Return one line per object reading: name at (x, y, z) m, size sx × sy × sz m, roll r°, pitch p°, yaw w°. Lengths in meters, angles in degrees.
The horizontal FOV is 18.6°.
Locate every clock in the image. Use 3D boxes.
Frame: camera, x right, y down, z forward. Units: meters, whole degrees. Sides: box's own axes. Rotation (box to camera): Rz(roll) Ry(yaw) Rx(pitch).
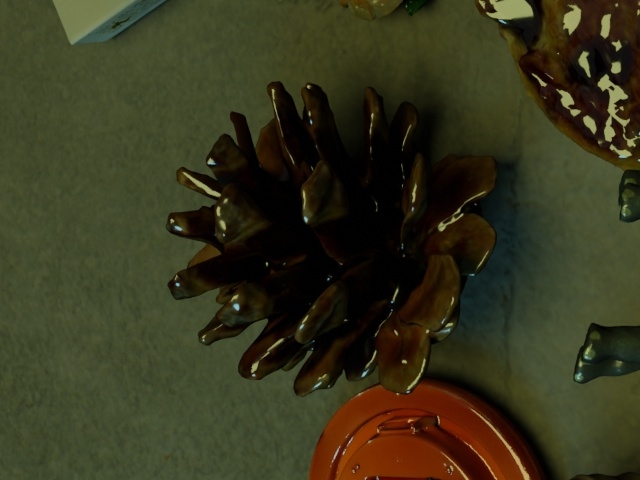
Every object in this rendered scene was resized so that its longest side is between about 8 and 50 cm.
clock at (0.075, 0.198, 1.396) m, size 0.205 × 0.051 × 0.205 m, roll 8°, pitch 103°, yaw 37°

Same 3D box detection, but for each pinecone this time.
pinecone at (-0.002, -0.002, 1.325) m, size 0.201 × 0.202 × 0.229 m, roll 42°, pitch 128°, yaw -14°

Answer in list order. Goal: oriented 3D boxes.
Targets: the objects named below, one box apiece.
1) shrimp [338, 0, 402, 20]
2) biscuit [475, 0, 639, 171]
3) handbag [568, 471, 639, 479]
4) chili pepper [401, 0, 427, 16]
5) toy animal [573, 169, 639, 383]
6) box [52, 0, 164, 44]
shrimp at (0.055, -0.213, 1.321) m, size 0.190 × 0.042 × 0.101 m, roll -26°, pitch 78°, yaw 55°
biscuit at (0.247, -0.193, 1.177) m, size 0.289 × 0.081 × 0.334 m, roll 51°, pitch 122°, yaw 13°
handbag at (0.216, 0.312, 1.191) m, size 0.283 × 0.149 × 0.302 m, roll -149°, pitch 59°, yaw -69°
chili pepper at (0.092, -0.201, 1.319) m, size 0.118 × 0.035 × 0.055 m, roll -28°, pitch 65°, yaw 33°
toy animal at (0.216, 0.071, 1.133) m, size 0.137 × 0.082 × 0.270 m, roll 7°, pitch 75°, yaw 1°
box at (-0.180, -0.356, 1.480) m, size 0.204 × 0.051 × 0.365 m, roll -28°, pitch 82°, yaw 36°
